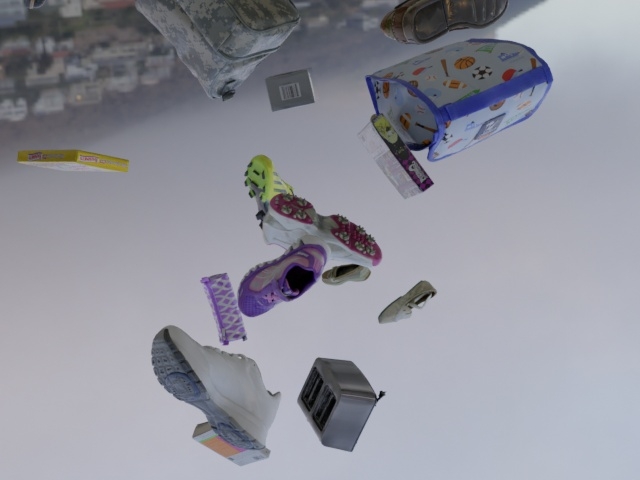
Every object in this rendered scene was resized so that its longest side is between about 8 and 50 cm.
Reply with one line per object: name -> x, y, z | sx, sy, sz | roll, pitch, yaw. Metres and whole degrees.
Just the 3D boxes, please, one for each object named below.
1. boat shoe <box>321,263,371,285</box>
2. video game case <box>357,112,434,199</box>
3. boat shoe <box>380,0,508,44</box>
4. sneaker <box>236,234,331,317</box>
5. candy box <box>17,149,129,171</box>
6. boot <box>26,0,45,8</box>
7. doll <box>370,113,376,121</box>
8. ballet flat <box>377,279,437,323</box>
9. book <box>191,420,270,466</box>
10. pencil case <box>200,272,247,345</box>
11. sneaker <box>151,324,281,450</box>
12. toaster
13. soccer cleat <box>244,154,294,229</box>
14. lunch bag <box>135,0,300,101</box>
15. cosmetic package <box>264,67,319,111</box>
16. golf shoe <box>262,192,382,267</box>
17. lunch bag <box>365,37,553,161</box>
boat shoe -> 0.061, 0.083, 2.449 | 0.153, 0.048, 0.056 | -5, -135, 41
video game case -> 0.179, -0.200, 2.264 | 0.042, 0.210, 0.232 | -36, -179, -6
boat shoe -> 0.252, -0.474, 1.879 | 0.307, 0.110, 0.104 | -22, -156, -35
sneaker -> -0.080, 0.089, 1.878 | 0.236, 0.095, 0.104 | -37, -153, 22
candy box -> -0.439, -0.140, 1.638 | 0.105, 0.027, 0.206 | 6, 180, -45
boot -> -0.490, -0.518, 1.851 | 0.137, 0.197, 0.077 | 27, 153, -14
doll -> 0.190, -0.277, 2.585 | 0.046, 0.129, 0.189 | 16, -158, -39
ballet flat -> 0.205, 0.148, 2.146 | 0.168, 0.057, 0.052 | -37, -121, -27
book -> -0.192, 0.438, 2.004 | 0.096, 0.144, 0.035 | -25, -145, 39
pencil case -> -0.275, 0.193, 2.606 | 0.086, 0.206, 0.088 | -17, -178, 37
sneaker -> -0.180, 0.240, 1.614 | 0.111, 0.297, 0.129 | -5, -136, 42
toaster -> 0.042, 0.375, 2.170 | 0.110, 0.185, 0.168 | 13, -159, -30
soccer cleat -> -0.127, -0.135, 2.498 | 0.121, 0.289, 0.093 | -38, -127, -23
lunch bag -> -0.233, -0.476, 1.939 | 0.256, 0.305, 0.212 | -43, 173, 38
cosmetic package -> -0.077, -0.421, 2.581 | 0.127, 0.107, 0.238 | -12, -167, 3
golf shoe -> 0.000, 0.000, 2.255 | 0.306, 0.140, 0.115 | 27, -147, -5
lunch bag -> 0.341, -0.351, 2.280 | 0.328, 0.238, 0.385 | -24, -164, -14
